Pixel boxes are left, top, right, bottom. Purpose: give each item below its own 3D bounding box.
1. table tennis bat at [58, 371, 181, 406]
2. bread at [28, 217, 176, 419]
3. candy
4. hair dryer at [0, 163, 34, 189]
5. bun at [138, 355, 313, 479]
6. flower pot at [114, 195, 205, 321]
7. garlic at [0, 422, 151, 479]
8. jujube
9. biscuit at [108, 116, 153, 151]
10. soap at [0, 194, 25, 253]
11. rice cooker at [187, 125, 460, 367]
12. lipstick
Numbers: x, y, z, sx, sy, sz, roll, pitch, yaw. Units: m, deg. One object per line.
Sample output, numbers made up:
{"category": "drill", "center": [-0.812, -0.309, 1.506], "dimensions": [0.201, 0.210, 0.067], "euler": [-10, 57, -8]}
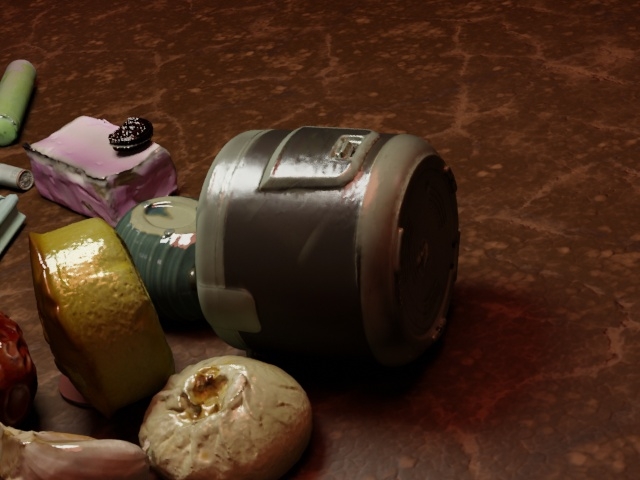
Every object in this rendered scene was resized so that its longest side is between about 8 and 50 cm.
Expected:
{"category": "table tennis bat", "center": [-0.255, 0.194, 1.669], "dimensions": [0.246, 0.022, 0.138], "euler": [3, 35, 25]}
{"category": "bread", "center": [-0.298, 0.099, 1.578], "dimensions": [0.148, 0.270, 0.270], "euler": [-23, 33, -11]}
{"category": "candy", "center": [-0.397, -0.130, 2.134], "dimensions": [0.265, 0.116, 0.155], "euler": [20, 42, 41]}
{"category": "hair dryer", "center": [-0.656, -0.101, 2.218], "dimensions": [0.155, 0.044, 0.183], "euler": [11, 29, 36]}
{"category": "bun", "center": [-0.123, 0.216, 1.485], "dimensions": [0.222, 0.127, 0.222], "euler": [-6, 33, 4]}
{"category": "flower pot", "center": [-0.214, 0.024, 1.795], "dimensions": [0.243, 0.157, 0.189], "euler": [20, 41, 37]}
{"category": "garlic", "center": [-0.299, 0.295, 1.410], "dimensions": [0.178, 0.143, 0.229], "euler": [14, -19, -29]}
{"category": "jujube", "center": [-0.472, 0.179, 1.638], "dimensions": [0.155, 0.155, 0.230], "euler": [-20, 24, -14]}
{"category": "biscuit", "center": [-0.335, -0.187, 2.077], "dimensions": [0.087, 0.027, 0.089], "euler": [-21, 39, -22]}
{"category": "soap", "center": [-0.601, -0.002, 2.043], "dimensions": [0.114, 0.063, 0.198], "euler": [-3, 32, 16]}
{"category": "rice cooker", "center": [0.000, 0.000, 1.609], "dimensions": [0.325, 0.335, 0.335], "euler": [4, 35, 24]}
{"category": "lipstick", "center": [-0.660, -0.296, 2.524], "dimensions": [0.076, 0.076, 0.304], "euler": [-10, 31, 1]}
